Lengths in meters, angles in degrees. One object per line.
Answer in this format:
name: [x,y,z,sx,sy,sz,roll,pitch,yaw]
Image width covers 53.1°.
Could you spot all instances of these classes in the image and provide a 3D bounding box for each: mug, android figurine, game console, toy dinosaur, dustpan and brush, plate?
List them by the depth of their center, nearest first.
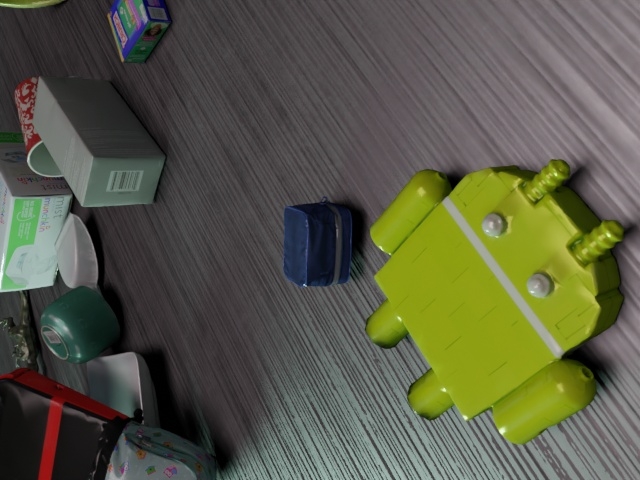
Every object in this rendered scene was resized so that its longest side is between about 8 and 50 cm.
android figurine: [0.144,0.047,0.569,0.273,0.056,0.248,-52,59,41]
game console: [-0.477,0.446,1.129,0.342,0.060,0.386,14,97,24]
plate: [-0.347,0.341,1.156,0.277,0.045,0.278,-18,80,52]
mug: [-0.455,0.172,1.195,0.129,0.097,0.157,33,133,18]
mug: [-0.524,-0.210,1.228,0.150,0.113,0.169,-50,57,38]
dustpan and brush: [-0.457,0.069,1.248,0.147,0.060,0.211,-43,59,44]
toy dinosaur: [-0.741,0.232,1.582,0.118,0.064,0.268,-18,81,41]

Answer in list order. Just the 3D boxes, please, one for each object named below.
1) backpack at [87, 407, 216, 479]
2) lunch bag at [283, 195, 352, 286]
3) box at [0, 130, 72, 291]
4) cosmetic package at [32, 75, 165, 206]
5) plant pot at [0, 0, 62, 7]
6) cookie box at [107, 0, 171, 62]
backpack: [-0.251,0.357,0.965,0.182,0.115,0.152,16,95,4]
lunch bag: [0.000,0.000,0.713,0.067,0.065,0.098,28,119,59]
box: [-0.645,-0.063,1.376,0.231,0.127,0.262,51,129,32]
cosmetic package: [-0.366,-0.166,1.046,0.238,0.127,0.107,48,128,34]
plant pot: [-0.562,-0.591,1.119,0.276,0.276,0.253,-11,77,48]
cookie box: [-0.280,-0.340,0.983,0.107,0.040,0.091,-34,72,46]
